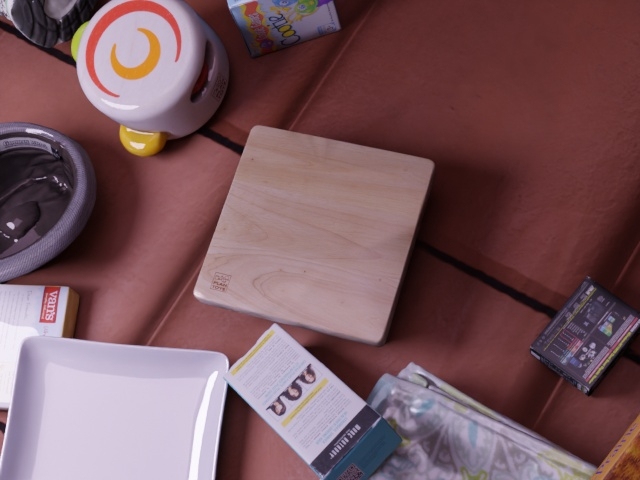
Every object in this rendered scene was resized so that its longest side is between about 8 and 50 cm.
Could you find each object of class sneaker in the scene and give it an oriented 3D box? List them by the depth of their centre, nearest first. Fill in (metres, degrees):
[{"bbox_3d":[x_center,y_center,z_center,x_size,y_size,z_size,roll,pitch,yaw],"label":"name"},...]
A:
[{"bbox_3d":[-0.389,-0.491,1.849,0.182,0.158,0.410,19,68,34],"label":"sneaker"}]

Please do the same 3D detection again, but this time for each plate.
[{"bbox_3d":[-0.266,0.269,1.542,0.277,0.045,0.278,5,71,1],"label":"plate"}]

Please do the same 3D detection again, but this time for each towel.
[{"bbox_3d":[0.136,0.367,1.424,0.321,0.090,0.374,27,76,20],"label":"towel"}]

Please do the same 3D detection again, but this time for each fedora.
[{"bbox_3d":[-0.436,-0.033,1.668,0.244,0.124,0.275,33,65,16],"label":"fedora"}]

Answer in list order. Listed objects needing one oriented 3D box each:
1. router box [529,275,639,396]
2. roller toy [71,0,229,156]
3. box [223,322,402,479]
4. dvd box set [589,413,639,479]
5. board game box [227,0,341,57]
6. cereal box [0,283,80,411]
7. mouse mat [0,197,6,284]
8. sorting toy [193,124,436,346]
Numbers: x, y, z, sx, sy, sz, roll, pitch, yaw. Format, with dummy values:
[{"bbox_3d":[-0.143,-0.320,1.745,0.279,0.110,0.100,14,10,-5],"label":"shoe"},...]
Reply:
[{"bbox_3d":[0.335,0.120,1.510,0.092,0.038,0.122,37,80,22],"label":"router box"},{"bbox_3d":[-0.231,-0.242,1.707,0.191,0.146,0.209,-29,72,9],"label":"roller toy"},{"bbox_3d":[-0.014,0.204,1.477,0.100,0.060,0.244,-46,41,-6],"label":"box"},{"bbox_3d":[0.380,0.411,1.324,0.308,0.062,0.420,40,77,7],"label":"dvd box set"},{"bbox_3d":[-0.079,-0.432,1.753,0.142,0.144,0.275,-17,67,4],"label":"board game box"},{"bbox_3d":[-0.459,0.146,1.649,0.240,0.047,0.173,2,72,11],"label":"cereal box"},{"bbox_3d":[-0.514,0.001,1.741,0.153,0.007,0.189,-34,67,-3],"label":"mouse mat"},{"bbox_3d":[0.000,0.000,1.596,0.257,0.089,0.255,13,71,16],"label":"sorting toy"}]
